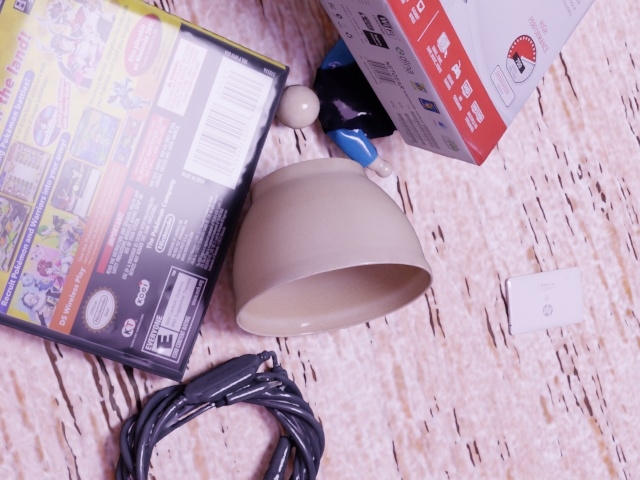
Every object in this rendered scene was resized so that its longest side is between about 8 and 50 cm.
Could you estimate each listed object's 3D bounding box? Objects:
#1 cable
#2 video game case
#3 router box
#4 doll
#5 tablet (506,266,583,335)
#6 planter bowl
[{"bbox_3d":[-0.085,0.183,1.197,0.184,0.047,0.150,-29,111,-25],"label":"cable"},{"bbox_3d":[-0.176,-0.056,1.136,0.248,0.035,0.275,22,84,-27],"label":"video game case"},{"bbox_3d":[0.114,-0.279,1.130,0.301,0.082,0.335,-55,138,-17],"label":"router box"},{"bbox_3d":[0.050,-0.118,1.241,0.189,0.046,0.129,-7,95,-27],"label":"doll"},{"bbox_3d":[0.210,0.056,1.356,0.083,0.006,0.054,-8,97,-26],"label":"tablet"},{"bbox_3d":[0.000,0.000,1.174,0.162,0.162,0.109,-3,68,-27],"label":"planter bowl"}]
